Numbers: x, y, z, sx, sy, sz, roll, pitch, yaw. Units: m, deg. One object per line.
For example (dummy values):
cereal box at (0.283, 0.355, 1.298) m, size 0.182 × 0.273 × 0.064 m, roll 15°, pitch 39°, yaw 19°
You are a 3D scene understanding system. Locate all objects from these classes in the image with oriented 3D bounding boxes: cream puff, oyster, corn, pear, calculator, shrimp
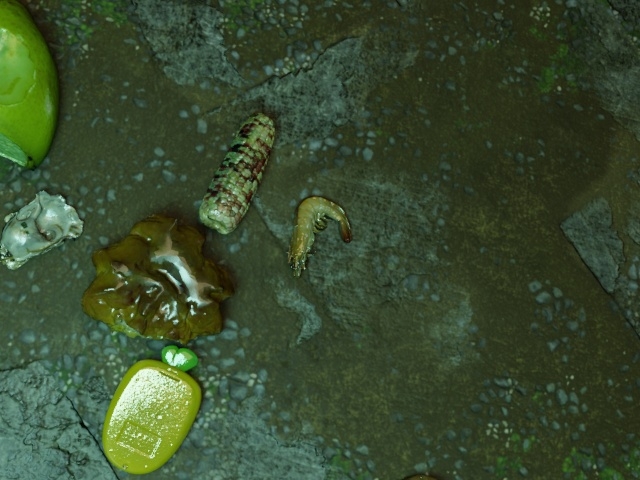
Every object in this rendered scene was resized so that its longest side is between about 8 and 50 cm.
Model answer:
cream puff at (-0.291, 0.078, 1.675) m, size 0.269 × 0.155 × 0.241 m, roll -18°, pitch 84°, yaw -25°
oyster at (-0.515, -0.021, 1.695) m, size 0.166 × 0.053 × 0.108 m, roll -34°, pitch 103°, yaw -28°
corn at (-0.153, -0.131, 1.805) m, size 0.086 × 0.086 × 0.253 m, roll 25°, pitch 67°, yaw -6°
pear at (-0.586, -0.310, 1.701) m, size 0.287 × 0.176 × 0.281 m, roll 24°, pitch 67°, yaw -8°
calculator at (-0.290, 0.293, 1.647) m, size 0.146 × 0.032 × 0.234 m, roll 26°, pitch 83°, yaw -7°
shrimp at (-0.001, 0.001, 1.833) m, size 0.124 × 0.034 × 0.178 m, roll 14°, pitch 66°, yaw -17°

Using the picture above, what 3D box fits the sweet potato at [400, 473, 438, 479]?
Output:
sweet potato at (0.100, 0.555, 1.659) m, size 0.114 × 0.092 × 0.341 m, roll 35°, pitch 68°, yaw -20°
